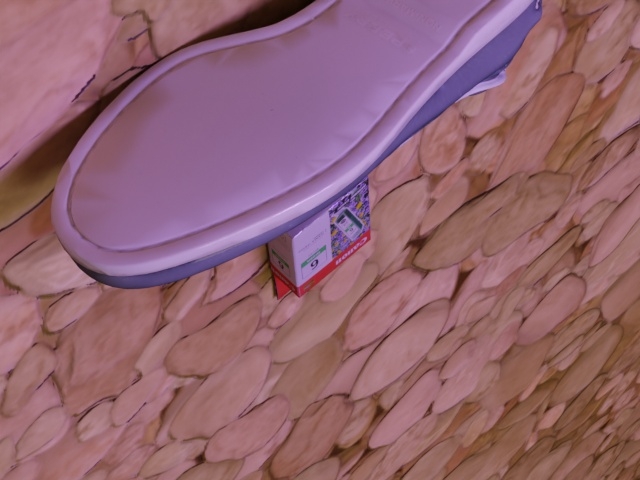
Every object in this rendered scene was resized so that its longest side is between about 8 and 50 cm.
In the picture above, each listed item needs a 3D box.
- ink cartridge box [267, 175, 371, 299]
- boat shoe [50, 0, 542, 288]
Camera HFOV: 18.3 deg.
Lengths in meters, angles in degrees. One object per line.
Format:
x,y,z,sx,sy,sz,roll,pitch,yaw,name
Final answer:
0.000,0.000,1.216,0.063,0.029,0.115,-39,156,-18,ink cartridge box
-0.002,-0.058,1.010,0.319,0.116,0.099,-39,153,-30,boat shoe
